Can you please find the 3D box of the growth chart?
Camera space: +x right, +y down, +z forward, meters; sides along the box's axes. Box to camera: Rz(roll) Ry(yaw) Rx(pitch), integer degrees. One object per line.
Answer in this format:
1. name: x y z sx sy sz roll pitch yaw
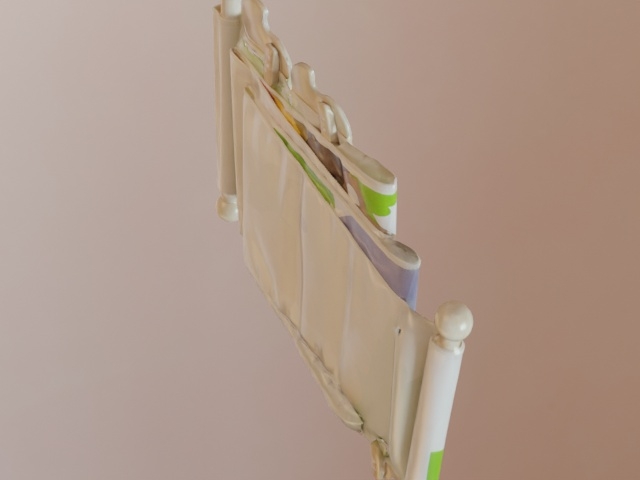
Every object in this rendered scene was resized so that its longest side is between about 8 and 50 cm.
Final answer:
1. growth chart: 0.000 0.000 0.688 0.237 0.021 0.172 57 -27 34
